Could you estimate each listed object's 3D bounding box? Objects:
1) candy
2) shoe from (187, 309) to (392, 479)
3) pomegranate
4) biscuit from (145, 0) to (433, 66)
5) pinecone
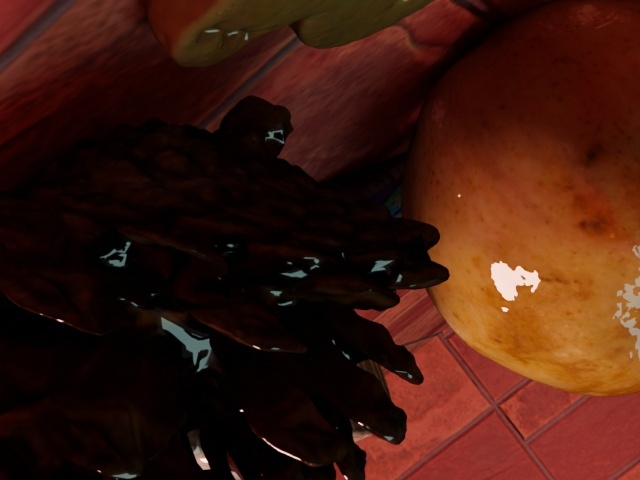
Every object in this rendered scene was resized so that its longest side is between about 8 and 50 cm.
[{"bbox_3d":[0.000,0.000,1.239,0.275,0.070,0.145,-27,156,-38],"label":"candy"},{"bbox_3d":[-0.107,0.125,1.065,0.198,0.171,0.351,-33,154,27],"label":"shoe"},{"bbox_3d":[0.217,-0.050,1.158,0.338,0.338,0.338,-36,169,-8],"label":"pomegranate"},{"bbox_3d":[0.041,-0.172,0.673,0.275,0.052,0.355,-39,168,14],"label":"biscuit"},{"bbox_3d":[-0.086,0.066,0.758,0.296,0.242,0.298,-45,164,15],"label":"pinecone"}]
